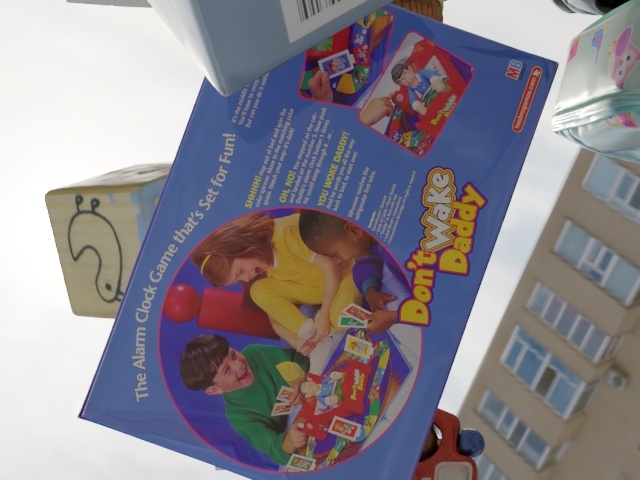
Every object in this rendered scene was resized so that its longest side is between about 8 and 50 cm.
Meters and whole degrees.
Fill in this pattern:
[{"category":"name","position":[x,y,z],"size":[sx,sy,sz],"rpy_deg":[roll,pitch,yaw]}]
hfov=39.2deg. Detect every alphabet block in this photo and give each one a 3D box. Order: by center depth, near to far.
[{"category":"alphabet block","position":[-0.235,-0.004,1.259],"size":[0.197,0.193,0.193],"rpy_deg":[-1,-166,37]}]

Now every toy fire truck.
[{"category":"toy fire truck","position":[0.146,0.395,1.509],"size":[0.253,0.169,0.302],"rpy_deg":[-3,-140,18]}]

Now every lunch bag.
[{"category":"lunch bag","position":[0.339,-0.103,0.716],"size":[0.279,0.108,0.224],"rpy_deg":[13,178,-5]}]

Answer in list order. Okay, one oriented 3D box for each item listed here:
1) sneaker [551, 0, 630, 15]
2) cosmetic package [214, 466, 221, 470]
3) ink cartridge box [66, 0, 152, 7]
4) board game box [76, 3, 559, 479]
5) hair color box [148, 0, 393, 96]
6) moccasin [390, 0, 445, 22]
[{"category":"sneaker","position":[0.292,-0.346,1.022],"size":[0.267,0.101,0.106],"rpy_deg":[33,-172,-48]},{"category":"cosmetic package","position":[-0.135,0.278,1.705],"size":[0.138,0.224,0.225],"rpy_deg":[1,-139,-7]},{"category":"ink cartridge box","position":[-0.341,-0.607,1.436],"size":[0.160,0.385,0.279],"rpy_deg":[3,-124,0]},{"category":"board game box","position":[0.000,0.000,0.656],"size":[0.233,0.347,0.078],"rpy_deg":[20,178,0]},{"category":"hair color box","position":[-0.083,-0.283,0.588],"size":[0.185,0.114,0.374],"rpy_deg":[-31,-121,-11]},{"category":"moccasin","position":[0.126,-0.357,1.369],"size":[0.139,0.380,0.147],"rpy_deg":[5,-156,-17]}]
